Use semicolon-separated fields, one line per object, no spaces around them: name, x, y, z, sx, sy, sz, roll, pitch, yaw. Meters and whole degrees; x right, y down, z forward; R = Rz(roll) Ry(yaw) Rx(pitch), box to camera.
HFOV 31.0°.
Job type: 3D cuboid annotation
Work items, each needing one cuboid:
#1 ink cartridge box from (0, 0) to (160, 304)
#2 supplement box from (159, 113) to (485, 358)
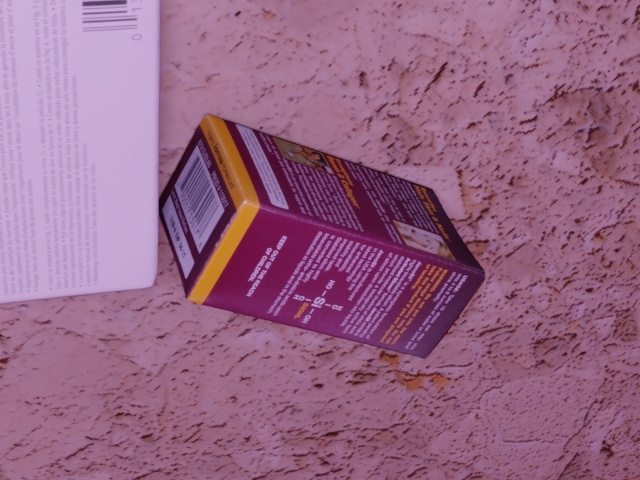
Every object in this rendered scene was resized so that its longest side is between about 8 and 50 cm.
ink cartridge box;-0.211;-0.080;0.642;0.239;0.060;0.275;-6;128;-16
supplement box;0.000;0.000;0.756;0.188;0.104;0.080;17;119;-31
